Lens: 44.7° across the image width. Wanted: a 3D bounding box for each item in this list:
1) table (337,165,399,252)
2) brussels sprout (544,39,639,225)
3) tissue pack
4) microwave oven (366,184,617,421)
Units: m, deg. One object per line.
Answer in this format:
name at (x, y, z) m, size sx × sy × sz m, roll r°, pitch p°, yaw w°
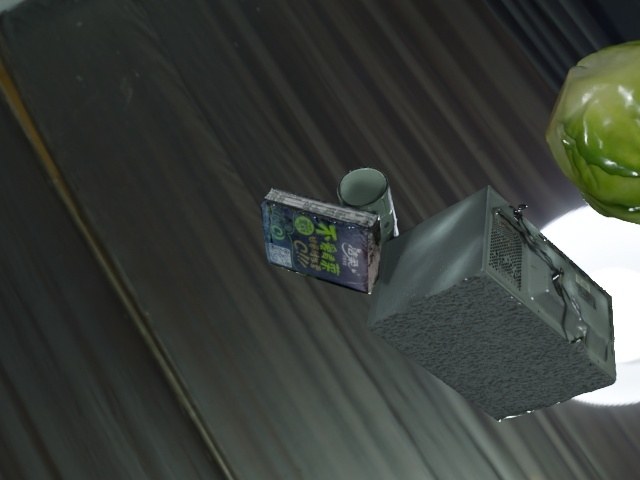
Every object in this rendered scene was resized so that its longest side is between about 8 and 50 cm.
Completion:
table at (0.122, -0.067, 1.942) m, size 0.126 × 0.126 × 0.220 m, roll -31°, pitch 143°, yaw -9°
brussels sprout at (0.485, -0.164, 1.176) m, size 0.227 × 0.294 × 0.259 m, roll 133°, pitch -20°, yaw -84°
tissue pack at (0.000, 0.000, 1.526) m, size 0.073 × 0.235 × 0.173 m, roll -54°, pitch 150°, yaw -43°
microwave oven at (0.373, 0.145, 1.638) m, size 0.374 × 0.432 × 0.236 m, roll -32°, pitch -148°, yaw 40°
